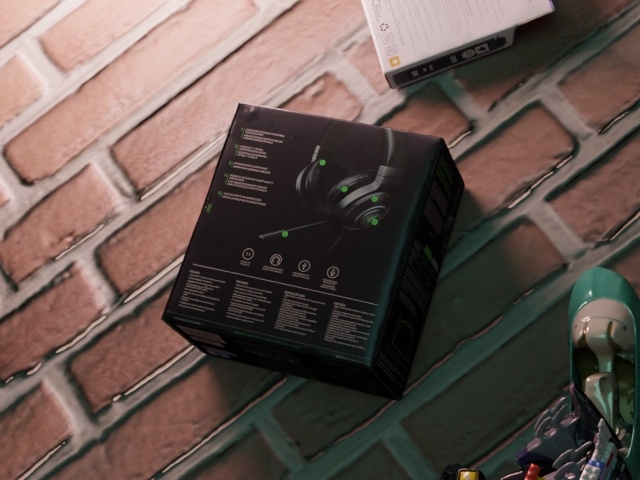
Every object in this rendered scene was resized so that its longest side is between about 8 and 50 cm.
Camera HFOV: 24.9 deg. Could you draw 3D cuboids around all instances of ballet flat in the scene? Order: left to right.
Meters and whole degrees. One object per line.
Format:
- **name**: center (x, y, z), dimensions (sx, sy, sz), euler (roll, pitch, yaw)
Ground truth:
- **ballet flat**: center (0.288, 0.132, 1.458), dimensions (0.083, 0.087, 0.247), euler (-4, 68, 16)

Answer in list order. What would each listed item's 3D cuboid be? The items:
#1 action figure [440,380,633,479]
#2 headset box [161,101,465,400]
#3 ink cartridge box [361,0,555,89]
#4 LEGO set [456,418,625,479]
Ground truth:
- **action figure**: center (0.159, 0.264, 1.384), dimensions (0.285, 0.185, 0.099), euler (-36, 107, 14)
- **headset box**: center (0.000, 0.000, 1.573), dimensions (0.246, 0.131, 0.283), euler (11, 73, 21)
- **ink cartridge box**: center (0.149, -0.303, 1.694), dimensions (0.208, 0.045, 0.206), euler (-20, 65, 10)
- **LEGO set**: center (0.200, 0.271, 1.227), dimensions (0.182, 0.060, 0.244), euler (-28, 50, 7)
